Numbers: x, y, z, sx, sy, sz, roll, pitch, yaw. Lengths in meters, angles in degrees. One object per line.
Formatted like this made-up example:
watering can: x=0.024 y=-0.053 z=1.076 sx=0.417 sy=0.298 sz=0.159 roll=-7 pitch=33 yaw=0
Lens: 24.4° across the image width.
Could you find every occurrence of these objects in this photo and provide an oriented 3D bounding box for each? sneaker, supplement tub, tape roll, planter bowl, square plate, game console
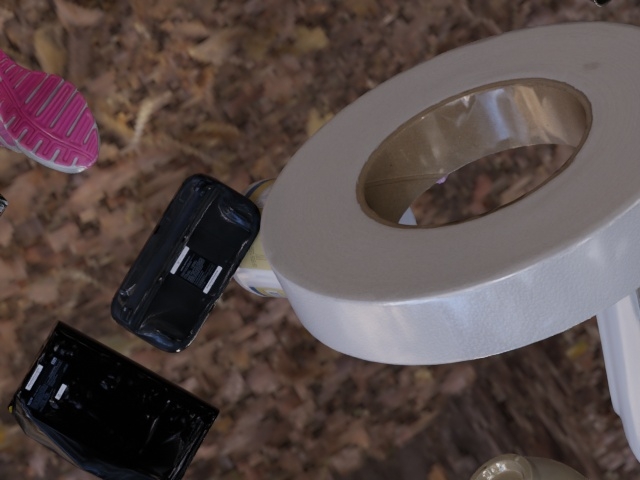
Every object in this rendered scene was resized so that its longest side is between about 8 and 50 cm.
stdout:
sneaker: x=-0.369 y=-0.160 z=1.850 sx=0.103 sy=0.252 sz=0.111 roll=-47 pitch=159 yaw=-17
supplement tub: x=0.000 y=0.000 z=1.729 sx=0.199 sy=0.144 sz=0.144 roll=4 pitch=180 yaw=43
tape roll: x=0.139 y=-0.051 z=1.234 sx=0.392 sy=0.392 sz=0.072 roll=-29 pitch=120 yaw=-5
planter bowl: x=0.226 y=0.305 z=1.647 sx=0.162 sy=0.162 sz=0.109 roll=-39 pitch=121 yaw=13
square plate: x=0.305 y=0.007 z=1.511 sx=0.049 sy=0.347 sz=0.344 roll=-8 pitch=126 yaw=14
game console: x=-0.181 y=0.103 z=1.684 sx=0.361 sy=0.213 sz=0.044 roll=-59 pitch=-168 yaw=-2

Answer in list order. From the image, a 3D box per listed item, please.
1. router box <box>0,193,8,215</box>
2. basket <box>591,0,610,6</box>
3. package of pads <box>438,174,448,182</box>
router box: x=-0.412 y=-0.070 z=1.621 sx=0.038 sy=0.122 sz=0.092 roll=-55 pitch=146 yaw=8
basket: x=0.223 y=-0.376 z=1.558 sx=0.154 sy=0.227 sz=0.204 roll=-21 pitch=129 yaw=-57
package of pads: x=0.124 y=-0.099 z=1.457 sx=0.083 sy=0.032 sz=0.050 roll=-65 pitch=174 yaw=0
